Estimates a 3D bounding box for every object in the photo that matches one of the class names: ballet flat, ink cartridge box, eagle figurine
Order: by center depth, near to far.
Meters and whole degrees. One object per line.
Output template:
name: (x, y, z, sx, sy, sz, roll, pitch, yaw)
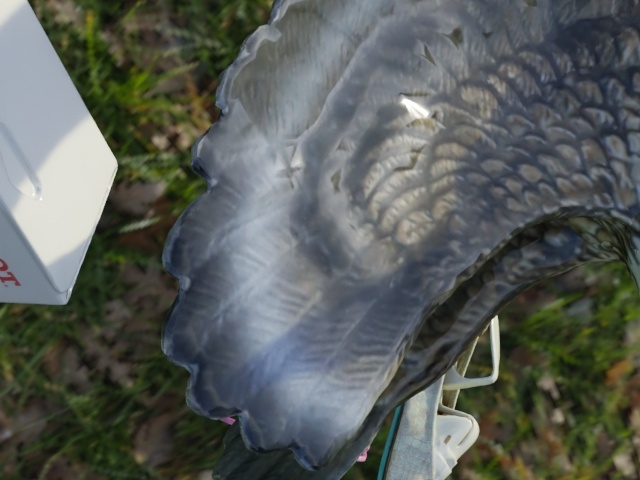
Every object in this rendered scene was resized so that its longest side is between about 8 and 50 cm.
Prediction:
eagle figurine: (0.082, -0.021, 0.548, 0.298, 0.225, 0.226, -14, 114, -3)
ballet flat: (0.072, 0.088, 0.890, 0.052, 0.057, 0.168, 8, 73, 18)
ink cartridge box: (-0.285, -0.065, 0.912, 0.198, 0.273, 0.115, 67, 32, -49)

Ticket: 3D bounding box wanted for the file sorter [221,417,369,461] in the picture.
file sorter: (0.005, 0.103, 1.890, 0.202, 0.182, 0.291, 17, 92, 0)
